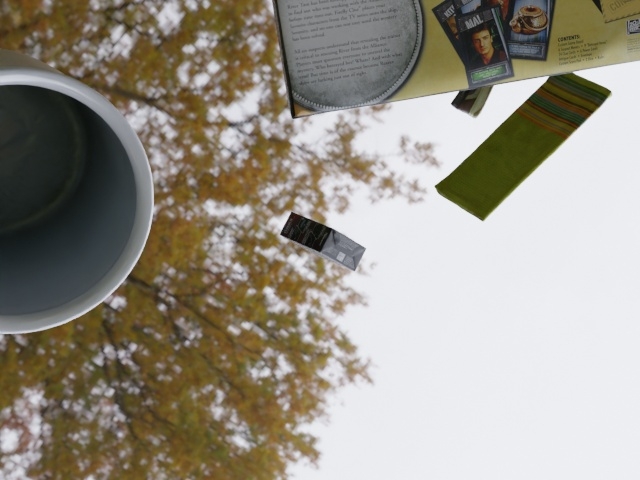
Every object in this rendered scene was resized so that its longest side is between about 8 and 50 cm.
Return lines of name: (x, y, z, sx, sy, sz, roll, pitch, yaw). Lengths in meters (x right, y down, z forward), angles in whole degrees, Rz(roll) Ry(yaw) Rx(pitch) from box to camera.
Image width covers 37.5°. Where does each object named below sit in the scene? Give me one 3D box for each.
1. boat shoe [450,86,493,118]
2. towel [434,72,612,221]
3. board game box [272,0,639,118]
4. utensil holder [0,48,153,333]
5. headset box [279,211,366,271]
boat shoe: (0.225, -0.246, 1.302, 0.056, 0.049, 0.152, 157, -46, -87)
towel: (0.258, -0.127, 1.209, 0.237, 0.021, 0.102, -44, -141, -6)
board game box: (0.092, -0.162, 0.465, 0.243, 0.165, 0.042, -9, -161, -3)
utensil holder: (-0.432, -0.095, 1.285, 0.327, 0.327, 0.385, -51, -151, -2)
headset box: (0.000, 0.000, 1.061, 0.083, 0.062, 0.032, 25, -94, 48)
